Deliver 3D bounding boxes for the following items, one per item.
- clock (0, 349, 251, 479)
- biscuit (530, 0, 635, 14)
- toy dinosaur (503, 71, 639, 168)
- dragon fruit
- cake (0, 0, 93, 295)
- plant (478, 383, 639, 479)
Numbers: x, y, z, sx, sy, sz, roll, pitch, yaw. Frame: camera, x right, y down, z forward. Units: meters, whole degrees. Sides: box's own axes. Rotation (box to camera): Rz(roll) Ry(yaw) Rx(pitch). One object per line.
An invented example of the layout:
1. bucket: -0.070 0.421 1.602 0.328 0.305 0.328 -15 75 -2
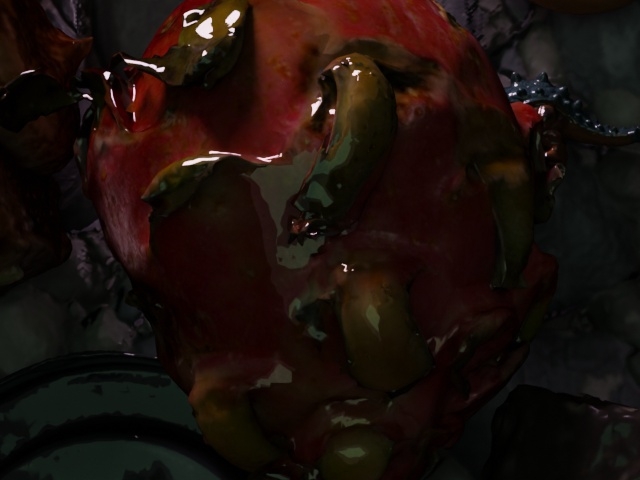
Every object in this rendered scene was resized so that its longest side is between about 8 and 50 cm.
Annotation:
1. clock: -0.123 0.230 0.979 0.325 0.067 0.325 -1 86 8
2. biscuit: 0.210 -0.228 0.973 0.289 0.044 0.202 12 80 7
3. toy dinosaur: 0.134 -0.074 0.973 0.154 0.049 0.055 9 84 14
4. dragon fruit: 0.000 0.000 0.864 0.250 0.269 0.291 -18 63 24
5. cake: -0.261 -0.035 0.963 0.293 0.196 0.198 -19 85 2
6. plant: 0.168 0.243 0.861 0.213 0.215 0.312 14 91 6
